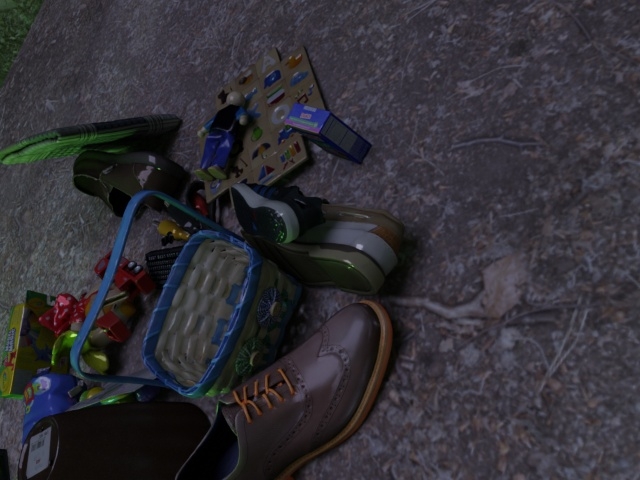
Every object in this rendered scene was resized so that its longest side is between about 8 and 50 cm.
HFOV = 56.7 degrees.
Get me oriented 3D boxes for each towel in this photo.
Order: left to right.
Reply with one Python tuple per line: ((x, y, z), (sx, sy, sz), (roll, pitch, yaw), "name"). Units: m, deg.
((-0.537, -0.224, 1.356), (0.324, 0.312, 0.056), (-4, 103, 39), "towel")

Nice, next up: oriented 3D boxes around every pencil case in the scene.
((-0.484, 0.387, 1.104), (0.133, 0.119, 0.306), (-36, 48, 10), "pencil case")

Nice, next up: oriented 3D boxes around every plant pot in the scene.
((-0.316, 0.335, 0.892), (0.215, 0.230, 0.215), (-21, 56, 35), "plant pot")

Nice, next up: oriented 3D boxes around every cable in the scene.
((-0.209, -0.014, 1.120), (0.139, 0.072, 0.287), (-45, 56, -7), "cable")

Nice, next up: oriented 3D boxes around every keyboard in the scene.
((-0.287, 0.038, 1.118), (0.180, 0.023, 0.108), (-8, 91, 50), "keyboard")

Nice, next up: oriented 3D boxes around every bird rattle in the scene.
((-0.463, 0.165, 1.230), (0.207, 0.143, 0.253), (-45, 32, 1), "bird rattle")

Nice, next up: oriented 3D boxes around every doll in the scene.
((-0.188, -0.207, 1.134), (0.129, 0.046, 0.189), (-1, 64, 38), "doll")

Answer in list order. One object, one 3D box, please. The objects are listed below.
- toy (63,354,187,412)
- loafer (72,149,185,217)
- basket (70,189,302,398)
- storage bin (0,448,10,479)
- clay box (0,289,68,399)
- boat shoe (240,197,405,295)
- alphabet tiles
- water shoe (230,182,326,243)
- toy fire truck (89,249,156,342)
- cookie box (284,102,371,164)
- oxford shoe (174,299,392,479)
((-0.341, 0.273, 1.053), (0.237, 0.137, 0.056), (-20, 97, 33), "toy")
((-0.456, -0.121, 1.324), (0.366, 0.134, 0.130), (2, 71, 44), "loafer")
((-0.179, 0.089, 0.844), (0.201, 0.289, 0.254), (12, 81, 51), "basket")
((-0.781, 0.559, 1.317), (0.180, 0.084, 0.122), (-51, 44, 12), "storage bin")
((-0.608, 0.228, 1.277), (0.053, 0.127, 0.222), (-15, 64, 26), "clay box")
((0.000, 0.000, 0.871), (0.302, 0.113, 0.103), (14, 59, 48), "boat shoe")
((-0.122, -0.224, 1.131), (0.285, 0.011, 0.342), (-33, 48, 20), "alphabet tiles")
((-0.062, -0.043, 0.835), (0.203, 0.080, 0.073), (30, 134, 57), "water shoe")
((-0.393, 0.101, 1.136), (0.192, 0.047, 0.135), (24, 59, 39), "toy fire truck")
((0.012, -0.168, 0.932), (0.092, 0.107, 0.040), (28, 90, 47), "cookie box")
((-0.047, 0.219, 0.770), (0.363, 0.133, 0.130), (-53, 43, 8), "oxford shoe")
